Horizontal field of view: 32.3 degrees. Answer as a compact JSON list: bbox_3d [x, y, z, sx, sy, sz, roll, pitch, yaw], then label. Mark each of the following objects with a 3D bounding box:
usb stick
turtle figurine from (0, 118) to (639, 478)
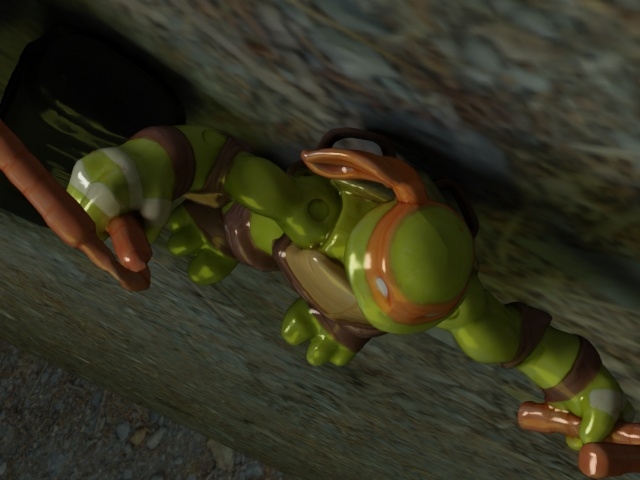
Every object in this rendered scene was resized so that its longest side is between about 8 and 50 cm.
[{"bbox_3d":[-0.133,-0.046,0.567,0.077,0.045,0.278,34,164,-15],"label":"usb stick"},{"bbox_3d":[0.000,0.000,0.405,0.270,0.087,0.217,23,174,-14],"label":"turtle figurine"}]
